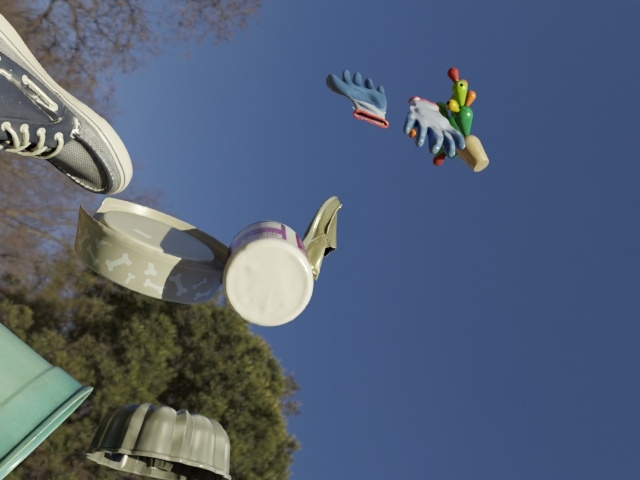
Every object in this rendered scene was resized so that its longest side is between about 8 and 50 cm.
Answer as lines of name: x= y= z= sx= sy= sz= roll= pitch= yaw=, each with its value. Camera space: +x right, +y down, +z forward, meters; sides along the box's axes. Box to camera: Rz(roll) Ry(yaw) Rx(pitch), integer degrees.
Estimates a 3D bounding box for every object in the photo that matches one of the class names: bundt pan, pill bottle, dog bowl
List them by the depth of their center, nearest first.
pill bottle: x=-0.108 y=0.052 z=1.339 sx=0.301 sy=0.169 sz=0.169 roll=-112 pitch=-151 yaw=-78
dog bowl: x=-0.354 y=0.022 z=1.404 sx=0.348 sy=0.348 sz=0.102 roll=31 pitch=-79 yaw=42
bundt pan: x=-0.353 y=0.459 z=1.506 sx=0.330 sy=0.330 sz=0.124 roll=-23 pitch=-132 yaw=45

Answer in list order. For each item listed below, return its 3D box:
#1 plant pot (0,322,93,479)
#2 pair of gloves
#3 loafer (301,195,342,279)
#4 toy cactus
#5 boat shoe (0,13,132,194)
plant pot: x=-0.695 y=0.300 z=1.296 sx=0.334 sy=0.341 sz=0.341 roll=45 pitch=-51 yaw=-2
pair of gloves: x=0.100 y=-0.175 z=0.899 sx=0.159 sy=0.198 sz=0.023 roll=-94 pitch=-155 yaw=-57
loafer: x=0.000 y=0.000 z=1.673 sx=0.251 sy=0.087 sz=0.094 roll=-62 pitch=-177 yaw=-25
toy cactus: x=0.266 y=-0.213 z=1.314 sx=0.181 sy=0.112 sz=0.219 roll=62 pitch=-27 yaw=30
boat shoe: x=-0.421 y=-0.157 z=0.942 sx=0.127 sy=0.340 sz=0.158 roll=-22 pitch=-144 yaw=27
